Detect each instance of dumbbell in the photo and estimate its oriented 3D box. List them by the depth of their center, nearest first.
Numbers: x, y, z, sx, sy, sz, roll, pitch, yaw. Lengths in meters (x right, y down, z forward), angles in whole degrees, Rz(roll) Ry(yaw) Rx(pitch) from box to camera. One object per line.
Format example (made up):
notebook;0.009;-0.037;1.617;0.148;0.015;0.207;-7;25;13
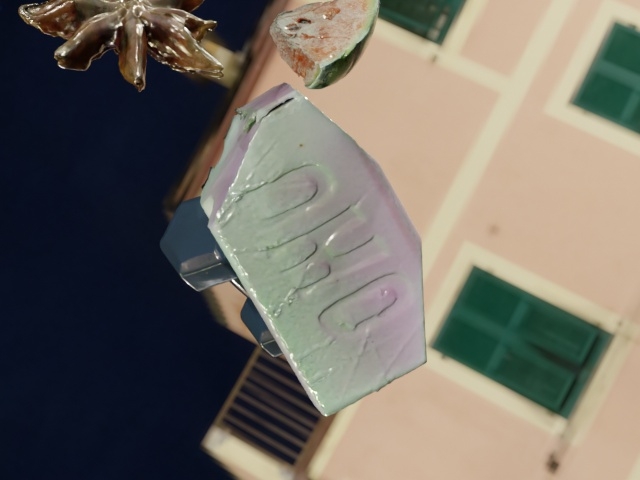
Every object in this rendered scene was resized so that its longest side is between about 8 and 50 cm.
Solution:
dumbbell;-0.115;0.057;2.352;0.144;0.160;0.325;-42;-43;4

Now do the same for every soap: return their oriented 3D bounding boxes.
soap;0.000;0.000;2.123;0.261;0.446;0.156;-28;13;3

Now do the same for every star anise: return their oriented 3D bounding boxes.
star anise;-0.248;-0.281;1.905;0.288;0.288;0.088;-42;-30;-44

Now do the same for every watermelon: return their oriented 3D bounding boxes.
watermelon;0.004;-0.264;1.895;0.071;0.139;0.187;81;-150;-46
